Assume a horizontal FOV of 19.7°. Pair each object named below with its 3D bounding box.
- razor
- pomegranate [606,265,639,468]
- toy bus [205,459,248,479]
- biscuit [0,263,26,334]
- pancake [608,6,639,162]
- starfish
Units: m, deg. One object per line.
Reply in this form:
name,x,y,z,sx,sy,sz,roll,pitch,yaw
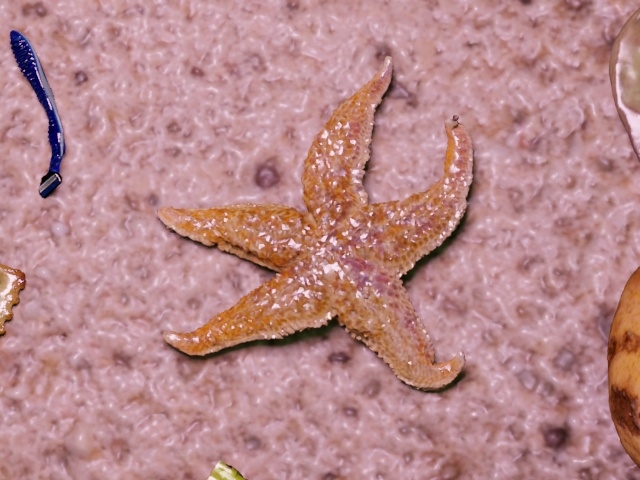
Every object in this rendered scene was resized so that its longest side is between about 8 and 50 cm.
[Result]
razor,-0.248,-0.116,1.636,0.028,0.044,0.154,-7,74,-32
pomegranate,0.366,0.106,1.469,0.281,0.281,0.281,0,79,0
toy bus,-0.116,0.335,1.507,0.139,0.113,0.301,33,83,6
biscuit,-0.356,0.094,1.599,0.144,0.016,0.203,24,79,4
pancake,0.404,-0.119,1.626,0.294,0.049,0.294,-1,76,2
starfish,0.000,-0.001,1.597,0.302,0.060,0.299,-13,81,-2
